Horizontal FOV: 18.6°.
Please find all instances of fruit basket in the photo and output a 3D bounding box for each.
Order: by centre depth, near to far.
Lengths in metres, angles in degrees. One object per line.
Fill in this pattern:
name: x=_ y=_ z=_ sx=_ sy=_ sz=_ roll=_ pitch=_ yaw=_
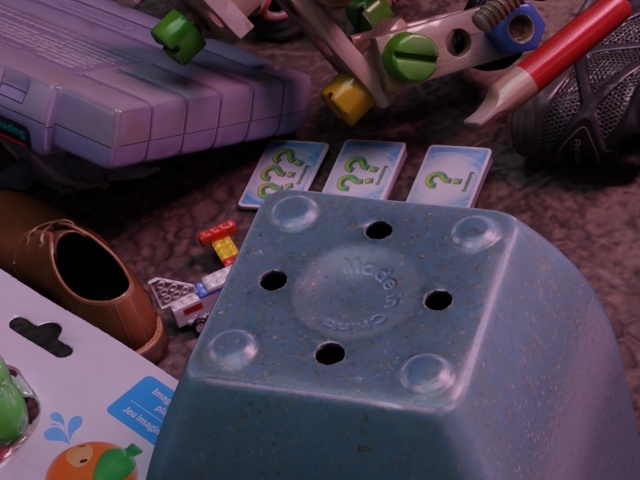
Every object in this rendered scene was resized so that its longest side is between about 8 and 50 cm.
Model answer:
fruit basket: x=-0.289 y=0.131 z=1.193 sx=0.327 sy=0.165 sz=0.353 roll=29 pitch=59 yaw=35

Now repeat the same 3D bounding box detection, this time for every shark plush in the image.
shark plush: x=-0.194 y=-0.065 z=1.459 sx=0.073 sy=0.067 sz=0.161 roll=-38 pitch=49 yaw=-27

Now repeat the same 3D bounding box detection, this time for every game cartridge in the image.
game cartridge: x=-0.213 y=-0.140 z=1.480 sx=0.355 sy=0.068 sz=0.230 roll=24 pitch=28 yaw=32

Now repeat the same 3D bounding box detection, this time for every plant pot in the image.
plant pot: x=0.037 y=0.112 z=1.088 sx=0.247 sy=0.252 sz=0.247 roll=7 pitch=45 yaw=18

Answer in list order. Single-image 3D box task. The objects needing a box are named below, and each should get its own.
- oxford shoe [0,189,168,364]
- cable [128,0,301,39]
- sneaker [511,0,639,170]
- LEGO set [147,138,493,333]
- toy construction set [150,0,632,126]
oxford shoe: x=-0.181 y=0.008 z=1.376 sx=0.076 sy=0.076 sz=0.212 roll=-36 pitch=46 yaw=-22
cable: x=-0.042 y=-0.261 z=1.634 sx=0.139 sy=0.072 sz=0.287 roll=14 pitch=48 yaw=17
sneaker: x=0.244 y=-0.134 z=1.430 sx=0.130 sy=0.087 sz=0.227 roll=18 pitch=53 yaw=26
LEGO set: x=0.000 y=0.000 z=1.360 sx=0.182 sy=0.060 sz=0.244 roll=5 pitch=45 yaw=22
toy construction set: x=0.028 y=-0.157 z=1.368 sx=0.237 sy=0.257 sz=0.309 roll=-40 pitch=43 yaw=-15
